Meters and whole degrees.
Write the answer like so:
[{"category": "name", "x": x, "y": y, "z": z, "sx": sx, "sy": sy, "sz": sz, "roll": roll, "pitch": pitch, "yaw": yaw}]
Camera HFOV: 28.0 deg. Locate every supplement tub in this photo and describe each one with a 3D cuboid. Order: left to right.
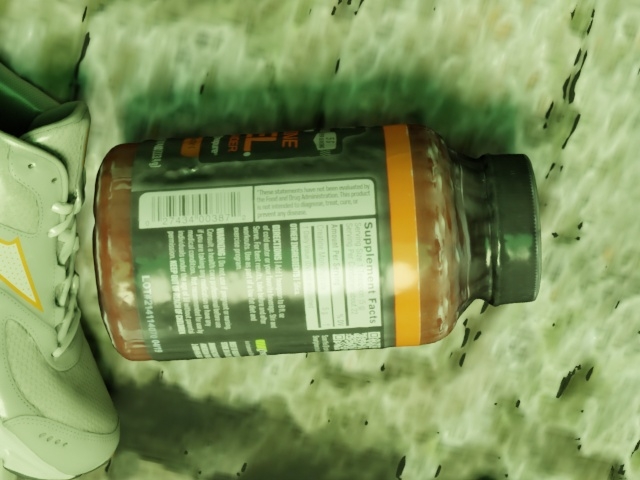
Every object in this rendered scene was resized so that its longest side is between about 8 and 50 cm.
[{"category": "supplement tub", "x": 0.000, "y": 0.000, "z": 0.598, "sx": 0.198, "sy": 0.106, "sz": 0.106, "roll": -3, "pitch": 114, "yaw": 1}]

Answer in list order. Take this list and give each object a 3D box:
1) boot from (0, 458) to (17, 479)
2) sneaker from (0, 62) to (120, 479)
[{"category": "boot", "x": -0.284, "y": 0.140, "z": 0.622, "sx": 0.244, "sy": 0.088, "sz": 0.176, "roll": -30, "pitch": 155, "yaw": 13}, {"category": "sneaker", "x": -0.146, "y": -0.003, "z": 0.604, "sx": 0.121, "sy": 0.099, "sz": 0.262, "roll": -24, "pitch": 113, "yaw": 6}]
